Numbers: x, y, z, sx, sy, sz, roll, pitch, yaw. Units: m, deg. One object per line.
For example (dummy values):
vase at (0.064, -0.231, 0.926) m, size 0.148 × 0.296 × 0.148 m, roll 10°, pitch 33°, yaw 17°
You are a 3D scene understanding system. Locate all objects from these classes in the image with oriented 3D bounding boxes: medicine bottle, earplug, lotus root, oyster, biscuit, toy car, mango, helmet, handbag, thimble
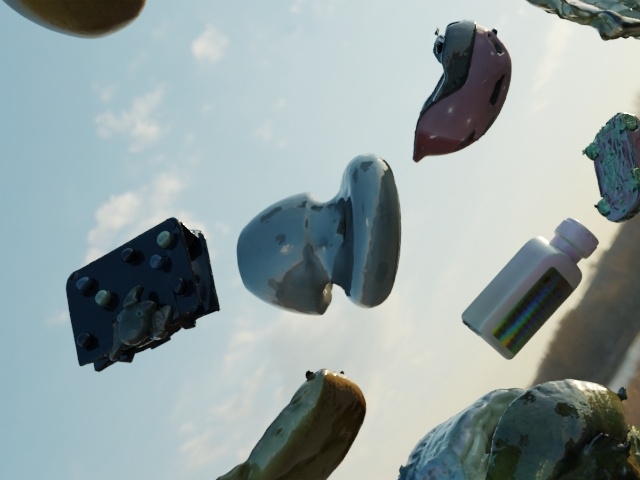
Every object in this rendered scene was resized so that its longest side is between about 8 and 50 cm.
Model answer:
medicine bottle at (0.310, 0.066, 1.386) m, size 0.219 × 0.078 × 0.115 m, roll -48°, pitch -47°, yaw 2°
earplug at (0.010, 0.002, 1.346) m, size 0.175 × 0.214 × 0.325 m, roll 11°, pitch -22°, yaw -34°
lotus root at (0.245, 0.227, 0.853) m, size 0.078 × 0.183 × 0.204 m, roll 139°, pitch 143°, yaw -77°
oyster at (0.256, -0.233, 0.874) m, size 0.223 × 0.214 × 0.083 m, roll -50°, pitch -34°, yaw -48°
biscuit at (-0.063, 0.242, 0.868) m, size 0.299 × 0.045 × 0.154 m, roll -47°, pitch -30°, yaw -16°
toy car at (0.346, -0.082, 1.086) m, size 0.069 × 0.055 × 0.142 m, roll 128°, pitch 151°, yaw -49°
mango at (-0.452, -0.468, 1.651) m, size 0.317 × 0.173 × 0.211 m, roll 20°, pitch -49°, yaw -35°
helmet at (0.248, -0.253, 1.654) m, size 0.198 × 0.154 × 0.253 m, roll -64°, pitch -21°, yaw -74°
handbag at (-0.379, 0.125, 1.992) m, size 0.325 × 0.269 × 0.118 m, roll -29°, pitch -33°, yaw 18°
thimble at (0.217, 0.293, 1.131) m, size 0.237 × 0.237 × 0.150 m, roll -39°, pitch -9°, yaw -47°
